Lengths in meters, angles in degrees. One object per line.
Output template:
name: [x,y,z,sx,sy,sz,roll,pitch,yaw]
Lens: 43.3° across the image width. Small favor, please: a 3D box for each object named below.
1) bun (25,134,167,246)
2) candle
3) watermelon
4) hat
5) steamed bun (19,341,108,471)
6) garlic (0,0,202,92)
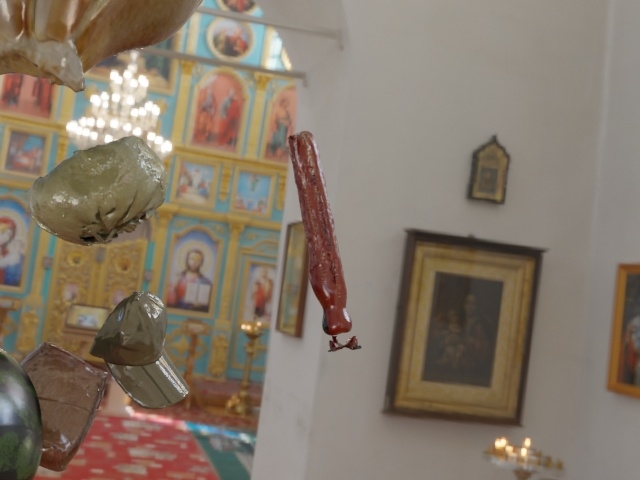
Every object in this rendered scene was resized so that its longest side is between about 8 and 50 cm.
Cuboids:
bun: [-0.394,-0.074,1.469,0.259,0.152,0.259,-31,-5,-3]
candle: [0.000,0.000,1.171,0.048,0.329,0.051,-14,-4,32]
watermelon: [-0.479,0.244,1.002,0.269,0.268,0.269,8,-6,1]
hat: [-0.291,0.190,1.427,0.173,0.144,0.166,31,27,11]
steamed bun: [-0.416,0.254,1.240,0.145,0.175,0.106,23,-26,-5]
garlic: [-0.300,-0.331,1.037,0.286,0.313,0.249,1,-49,34]
